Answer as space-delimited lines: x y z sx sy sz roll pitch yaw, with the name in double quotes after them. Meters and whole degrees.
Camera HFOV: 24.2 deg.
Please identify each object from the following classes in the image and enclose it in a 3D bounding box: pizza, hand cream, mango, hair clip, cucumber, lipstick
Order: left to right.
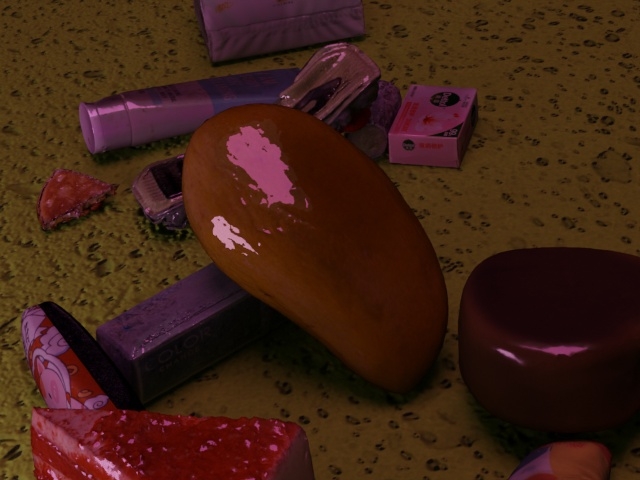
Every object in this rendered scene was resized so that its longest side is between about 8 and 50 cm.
-0.304 -0.041 1.778 0.100 0.029 0.099 12 47 29 "pizza"
-0.149 -0.176 1.912 0.312 0.070 0.111 -16 33 -20 "hand cream"
-0.097 0.067 1.533 0.290 0.077 0.076 -30 47 -32 "lipstick"
-0.062 -0.107 1.758 0.321 0.091 0.138 -33 38 -3 "hair clip"
0.003 -0.007 1.481 0.332 0.142 0.195 40 58 1 "mango"
0.062 -0.149 1.835 0.064 0.064 0.112 4 36 15 "cucumber"

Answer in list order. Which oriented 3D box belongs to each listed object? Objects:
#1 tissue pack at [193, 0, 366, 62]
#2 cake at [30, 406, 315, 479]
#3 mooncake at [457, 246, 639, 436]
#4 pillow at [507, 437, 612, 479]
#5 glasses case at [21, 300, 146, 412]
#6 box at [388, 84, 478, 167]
-0.067 -0.357 2.105 0.225 0.124 0.185 -12 37 -6 "tissue pack"
-0.115 0.210 1.265 0.160 0.158 0.262 -27 38 -34 "cake"
0.232 0.091 1.407 0.235 0.117 0.235 -6 24 2 "mooncake"
0.266 0.227 1.251 0.233 0.086 0.214 -5 24 7 "pillow"
-0.219 0.151 1.414 0.067 0.103 0.267 -22 36 -23 "glasses case"
0.139 -0.141 1.828 0.089 0.043 0.125 4 36 15 "box"
